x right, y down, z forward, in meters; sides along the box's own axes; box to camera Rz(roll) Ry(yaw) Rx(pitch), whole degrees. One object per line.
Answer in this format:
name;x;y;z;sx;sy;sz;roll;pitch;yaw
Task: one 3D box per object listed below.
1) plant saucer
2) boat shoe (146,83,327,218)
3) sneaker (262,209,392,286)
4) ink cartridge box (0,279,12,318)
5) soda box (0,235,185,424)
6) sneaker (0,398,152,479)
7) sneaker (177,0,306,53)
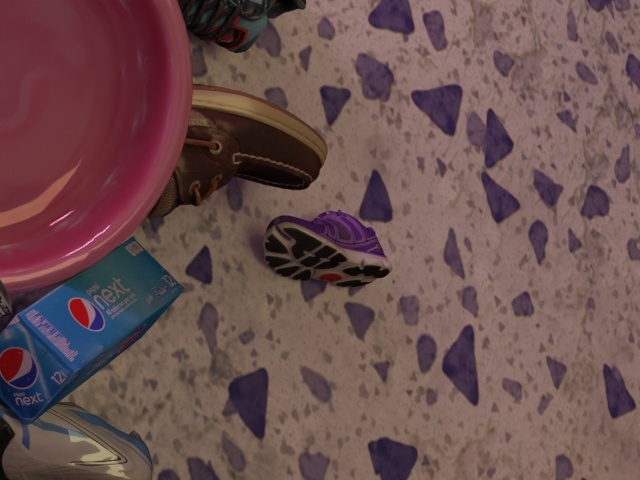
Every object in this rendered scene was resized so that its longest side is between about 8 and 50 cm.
plant saucer;-0.268;-0.124;1.569;0.332;0.084;0.332;-5;101;-26
boat shoe;-0.143;-0.078;1.753;0.342;0.123;0.123;16;76;-40
sneaker;0.000;0.000;1.932;0.170;0.068;0.071;18;51;-53
ink cartridge box;-0.304;0.051;1.528;0.029;0.115;0.063;-110;176;-50
soda box;-0.196;0.071;1.625;0.067;0.071;0.210;45;27;3
sneaker;-0.240;0.160;1.610;0.237;0.085;0.086;27;31;-35
sneaker;-0.094;-0.236;1.854;0.262;0.104;0.125;-25;100;-48
